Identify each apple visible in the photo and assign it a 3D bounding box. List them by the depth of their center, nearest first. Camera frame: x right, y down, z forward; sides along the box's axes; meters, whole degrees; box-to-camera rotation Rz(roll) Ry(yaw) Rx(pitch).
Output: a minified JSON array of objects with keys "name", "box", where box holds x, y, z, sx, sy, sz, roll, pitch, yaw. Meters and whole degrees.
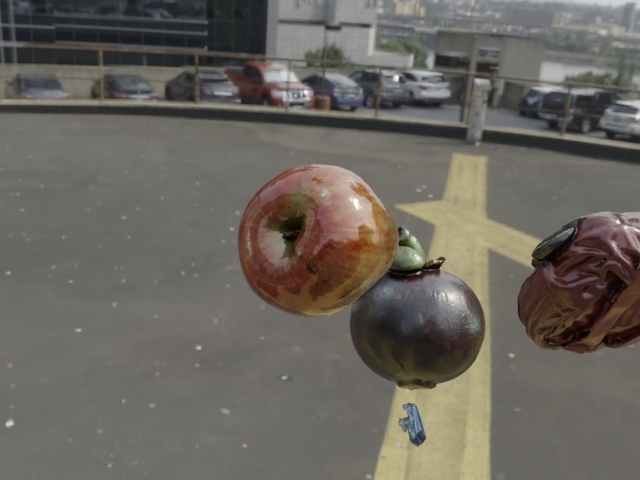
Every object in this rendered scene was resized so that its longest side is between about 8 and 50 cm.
[{"name":"apple","box":[0.000,0.000,0.649,0.146,0.146,0.131,16,3,29]}]

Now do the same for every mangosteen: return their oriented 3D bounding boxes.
[{"name":"mangosteen","box":[0.224,0.159,1.559,0.305,0.360,0.306,6,-15,2]}]

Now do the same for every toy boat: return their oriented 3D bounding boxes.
[{"name":"toy boat","box":[0.134,0.274,1.021,0.038,0.038,0.083,3,28,-5]}]

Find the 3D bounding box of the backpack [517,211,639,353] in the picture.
[{"name":"backpack","box":[0.348,0.060,0.842,0.229,0.229,0.139,-5,53,-24]}]
